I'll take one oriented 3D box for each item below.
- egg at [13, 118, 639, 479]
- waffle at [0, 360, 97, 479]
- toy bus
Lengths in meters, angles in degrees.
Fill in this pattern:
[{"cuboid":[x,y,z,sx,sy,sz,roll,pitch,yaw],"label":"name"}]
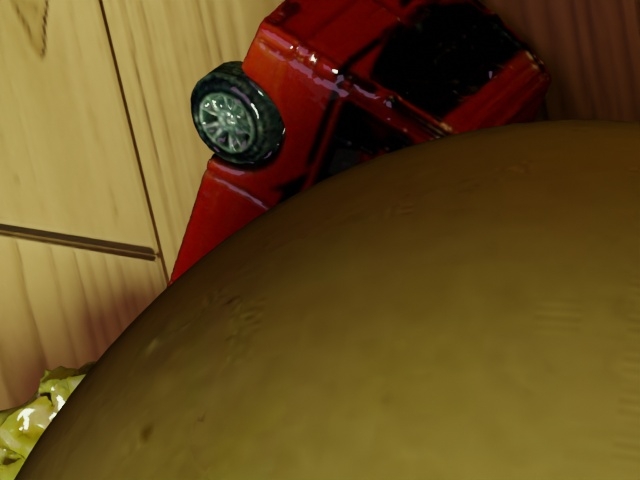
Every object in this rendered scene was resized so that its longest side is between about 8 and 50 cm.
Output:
[{"cuboid":[0.047,0.143,0.528,0.301,0.301,0.374,42,130,20],"label":"egg"},{"cuboid":[-0.070,0.183,0.757,0.245,0.052,0.254,36,94,3],"label":"waffle"},{"cuboid":[0.000,0.000,0.666,0.089,0.081,0.195,35,134,14],"label":"toy bus"}]
